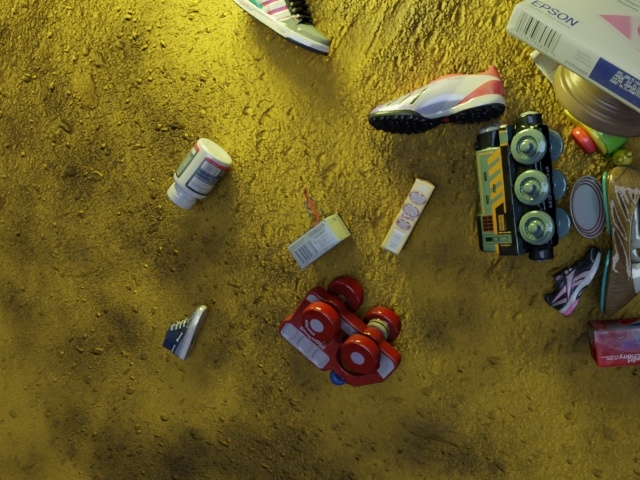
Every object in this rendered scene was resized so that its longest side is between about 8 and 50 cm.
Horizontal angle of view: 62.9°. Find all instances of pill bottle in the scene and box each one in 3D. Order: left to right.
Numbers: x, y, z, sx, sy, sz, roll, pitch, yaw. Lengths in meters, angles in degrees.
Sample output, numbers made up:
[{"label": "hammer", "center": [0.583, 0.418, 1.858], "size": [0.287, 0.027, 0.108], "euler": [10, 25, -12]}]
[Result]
[{"label": "pill bottle", "center": [-0.334, -0.177, 1.424], "size": [0.108, 0.108, 0.180], "euler": [44, 107, 5]}]

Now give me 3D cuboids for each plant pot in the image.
[{"label": "plant pot", "center": [0.612, -0.333, 1.063], "size": [0.237, 0.110, 0.237], "euler": [2, 59, -4]}]

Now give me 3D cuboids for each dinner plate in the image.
[{"label": "dinner plate", "center": [0.601, -0.076, 1.181], "size": [0.017, 0.141, 0.141], "euler": [-2, 101, 60]}]

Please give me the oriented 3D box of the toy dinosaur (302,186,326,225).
[{"label": "toy dinosaur", "center": [-0.025, -0.080, 1.372], "size": [0.047, 0.090, 0.082], "euler": [-31, 45, 8]}]

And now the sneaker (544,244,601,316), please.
[{"label": "sneaker", "center": [0.590, 0.088, 1.228], "size": [0.077, 0.072, 0.178], "euler": [30, 99, 21]}]

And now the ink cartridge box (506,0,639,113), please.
[{"label": "ink cartridge box", "center": [0.587, -0.403, 0.998], "size": [0.330, 0.071, 0.324], "euler": [-35, 63, -23]}]

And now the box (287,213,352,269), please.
[{"label": "box", "center": [0.000, 0.000, 1.342], "size": [0.126, 0.137, 0.072], "euler": [-36, 87, 18]}]

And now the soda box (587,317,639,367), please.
[{"label": "soda box", "center": [0.761, 0.226, 1.192], "size": [0.263, 0.083, 0.092], "euler": [-8, 96, 17]}]

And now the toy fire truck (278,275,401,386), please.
[{"label": "toy fire truck", "center": [0.052, 0.262, 1.375], "size": [0.302, 0.169, 0.254], "euler": [39, 131, 7]}]

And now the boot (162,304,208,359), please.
[{"label": "boot", "center": [-0.400, 0.257, 1.530], "size": [0.086, 0.069, 0.190], "euler": [28, 107, 7]}]

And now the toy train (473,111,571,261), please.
[{"label": "toy train", "center": [0.445, -0.115, 1.188], "size": [0.190, 0.142, 0.334], "euler": [-3, 96, 45]}]

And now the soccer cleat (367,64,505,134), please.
[{"label": "soccer cleat", "center": [0.269, -0.331, 1.244], "size": [0.318, 0.108, 0.116], "euler": [-5, 77, 18]}]

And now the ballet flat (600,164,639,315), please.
[{"label": "ballet flat", "center": [0.685, 0.007, 1.141], "size": [0.124, 0.116, 0.342], "euler": [4, 100, 37]}]

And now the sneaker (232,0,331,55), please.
[{"label": "sneaker", "center": [-0.065, -0.598, 1.280], "size": [0.295, 0.124, 0.178], "euler": [37, 116, 9]}]

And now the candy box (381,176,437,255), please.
[{"label": "candy box", "center": [0.220, -0.061, 1.285], "size": [0.053, 0.109, 0.187], "euler": [27, 105, 10]}]

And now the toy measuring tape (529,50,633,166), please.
[{"label": "toy measuring tape", "center": [0.577, -0.296, 1.146], "size": [0.121, 0.121, 0.330], "euler": [-36, 88, 18]}]
